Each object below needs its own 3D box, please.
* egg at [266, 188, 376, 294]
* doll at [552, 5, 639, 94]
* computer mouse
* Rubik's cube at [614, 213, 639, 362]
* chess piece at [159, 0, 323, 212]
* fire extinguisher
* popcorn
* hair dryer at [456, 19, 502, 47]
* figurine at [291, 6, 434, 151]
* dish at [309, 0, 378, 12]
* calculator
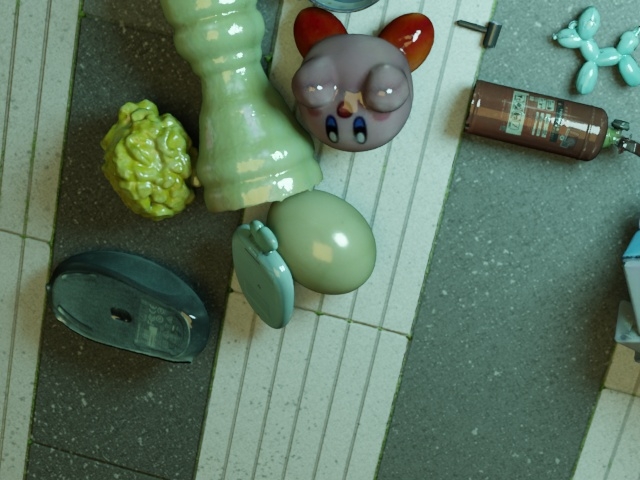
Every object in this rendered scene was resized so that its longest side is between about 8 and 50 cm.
[{"bbox_3d":[0.000,0.000,1.996,0.241,0.186,0.186,40,111,11],"label":"egg"},{"bbox_3d":[0.506,-0.348,1.857,0.159,0.059,0.159,-2,109,13],"label":"doll"},{"bbox_3d":[-0.398,0.142,2.154,0.373,0.114,0.203,20,113,12],"label":"computer mouse"},{"bbox_3d":[0.720,0.078,1.815,0.387,0.358,0.368,-2,147,37],"label":"Rubik's cube"},{"bbox_3d":[-0.159,-0.291,1.928,0.234,0.234,0.442,-13,100,14],"label":"chess piece"},{"bbox_3d":[0.436,-0.206,1.868,0.337,0.147,0.107,14,111,7],"label":"fire extinguisher"},{"bbox_3d":[-0.338,-0.156,2.013,0.181,0.217,0.235,-31,94,-9],"label":"popcorn"},{"bbox_3d":[0.294,-0.394,1.901,0.083,0.026,0.047,20,109,8],"label":"hair dryer"},{"bbox_3d":[0.070,-0.280,1.895,0.269,0.261,0.211,4,135,8],"label":"figurine"},{"bbox_3d":[0.049,-0.537,1.869,0.236,0.086,0.228,-6,105,13],"label":"dish"},{"bbox_3d":[-0.117,0.068,2.025,0.184,0.042,0.295,46,153,28],"label":"calculator"}]
